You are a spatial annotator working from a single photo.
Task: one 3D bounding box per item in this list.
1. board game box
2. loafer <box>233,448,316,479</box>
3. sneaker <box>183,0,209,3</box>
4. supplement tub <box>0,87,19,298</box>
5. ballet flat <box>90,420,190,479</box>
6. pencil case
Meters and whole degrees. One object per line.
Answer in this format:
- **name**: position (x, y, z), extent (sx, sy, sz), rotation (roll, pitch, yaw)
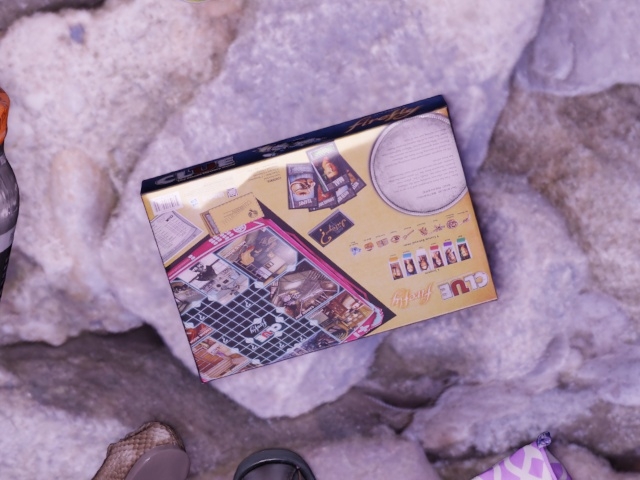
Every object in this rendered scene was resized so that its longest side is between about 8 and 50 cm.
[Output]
- **board game box**: position (0.000, 0.000, 1.460), extent (0.243, 0.042, 0.165), rotation (-15, 108, 2)
- **loafer**: position (-0.014, 0.304, 1.533), extent (0.096, 0.084, 0.267), rotation (-17, 108, 2)
- **sneaker**: position (-0.031, -0.240, 1.355), extent (0.208, 0.094, 0.081), rotation (-43, 103, 9)
- **supplement tub**: position (-0.337, 0.041, 1.367), extent (0.207, 0.207, 0.338), rotation (13, 106, -7)
- **ballet flat**: position (-0.190, 0.244, 1.524), extent (0.084, 0.058, 0.250), rotation (15, 116, -45)
- **pencil case**: position (0.121, 0.244, 1.521), extent (0.206, 0.088, 0.086), rotation (-34, 105, 8)
